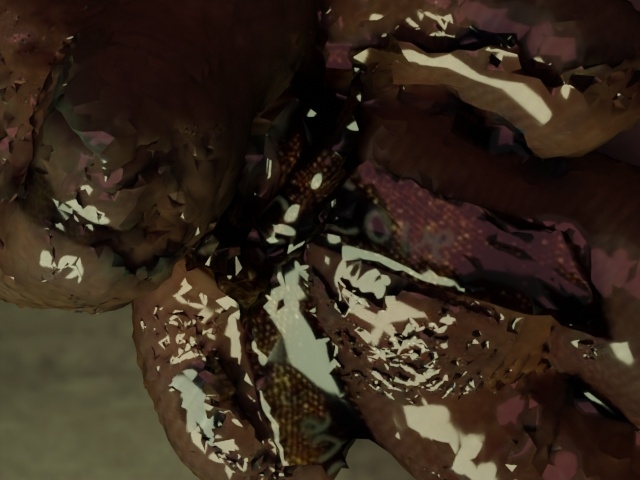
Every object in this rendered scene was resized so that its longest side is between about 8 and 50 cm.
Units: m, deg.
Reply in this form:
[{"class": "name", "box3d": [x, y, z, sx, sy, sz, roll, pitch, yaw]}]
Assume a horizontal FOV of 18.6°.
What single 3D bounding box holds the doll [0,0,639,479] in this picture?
[{"class": "doll", "box3d": [0.000, 0.000, 0.512, 0.303, 0.156, 0.201, 36, 114, 2]}]
